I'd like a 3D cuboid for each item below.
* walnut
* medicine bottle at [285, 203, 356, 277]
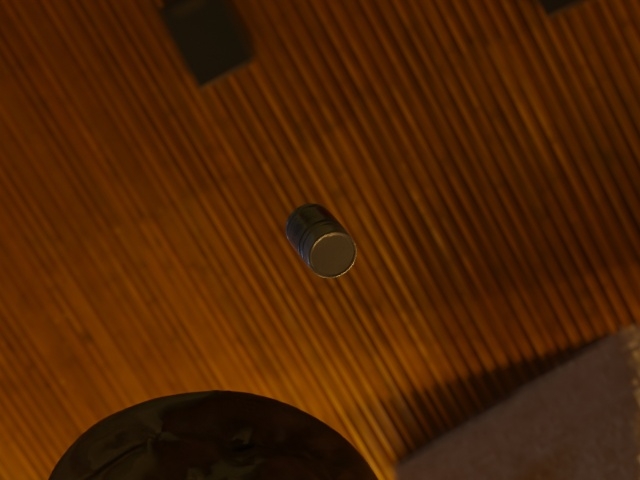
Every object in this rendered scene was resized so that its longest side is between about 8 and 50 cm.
[{"bbox_3d":[-0.125,0.345,1.708,0.383,0.383,0.383,-27,-161,10],"label":"walnut"},{"bbox_3d":[0.000,0.000,1.745,0.058,0.058,0.091,-31,-153,-4],"label":"medicine bottle"}]
